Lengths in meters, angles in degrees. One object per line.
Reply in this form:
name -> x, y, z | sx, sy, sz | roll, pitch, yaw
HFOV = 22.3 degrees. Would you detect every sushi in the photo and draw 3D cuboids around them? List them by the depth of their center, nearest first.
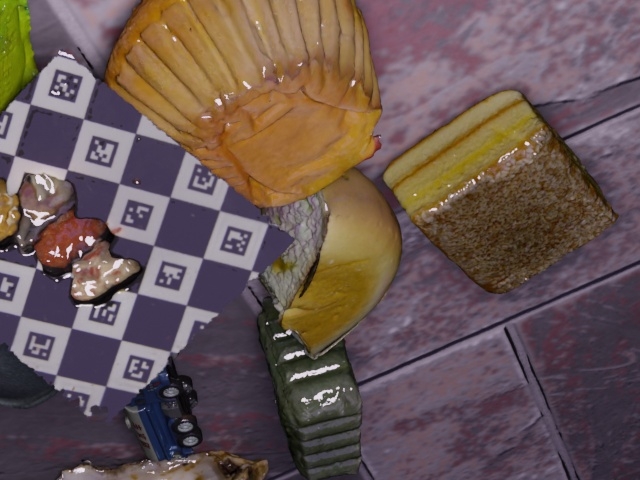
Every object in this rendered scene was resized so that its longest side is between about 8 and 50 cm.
sushi -> -0.218, -0.003, 1.523 | 0.264, 0.050, 0.290 | -46, 113, 6

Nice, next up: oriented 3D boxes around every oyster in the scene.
oyster -> -0.231, 0.346, 2.075 | 0.341, 0.166, 0.110 | -18, 136, -31

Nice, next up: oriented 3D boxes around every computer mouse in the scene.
computer mouse -> -0.310, 0.039, 1.637 | 0.203, 0.114, 0.374 | 29, 122, -7

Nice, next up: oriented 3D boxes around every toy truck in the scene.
toy truck -> -0.196, 0.196, 1.962 | 0.088, 0.074, 0.201 | -11, 142, 2

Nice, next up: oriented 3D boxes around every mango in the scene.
mango -> -0.313, -0.169, 1.454 | 0.119, 0.100, 0.178 | -36, 152, -49

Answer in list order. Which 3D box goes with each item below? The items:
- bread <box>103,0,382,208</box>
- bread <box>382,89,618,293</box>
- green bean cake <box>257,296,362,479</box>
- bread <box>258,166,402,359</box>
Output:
bread -> -0.069, -0.145, 1.550 | 0.274, 0.149, 0.274 | -18, 143, -14
bread -> 0.200, -0.053, 1.813 | 0.184, 0.110, 0.234 | -34, 142, 12
green bean cake -> -0.010, 0.172, 1.920 | 0.094, 0.183, 0.185 | -15, 142, -5
bread -> 0.003, 0.007, 1.770 | 0.156, 0.158, 0.260 | -6, 140, -34
